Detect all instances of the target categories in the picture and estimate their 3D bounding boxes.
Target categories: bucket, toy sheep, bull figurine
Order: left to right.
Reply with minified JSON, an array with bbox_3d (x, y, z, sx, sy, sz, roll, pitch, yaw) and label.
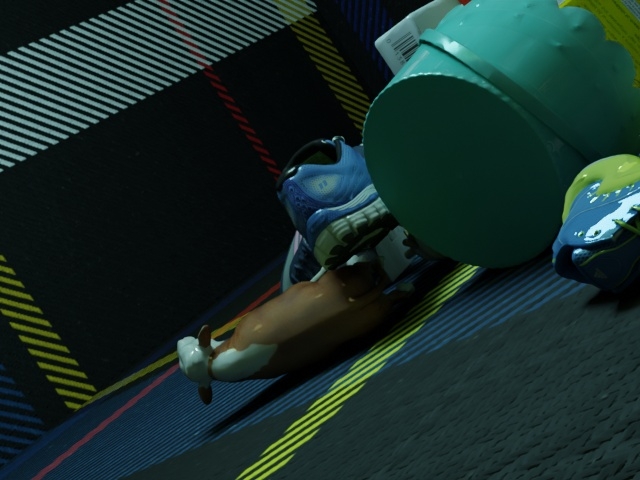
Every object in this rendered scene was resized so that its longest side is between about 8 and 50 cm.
[{"bbox_3d":[-0.031,0.105,1.369,0.310,0.101,0.188,-22,6,29],"label":"bull figurine"},{"bbox_3d":[0.156,-0.015,1.473,0.132,0.091,0.091,-36,2,39],"label":"toy sheep"},{"bbox_3d":[0.193,-0.118,1.195,0.281,0.281,0.183,-28,13,51],"label":"bucket"}]

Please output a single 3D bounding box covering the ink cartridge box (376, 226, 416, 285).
[{"bbox_3d":[0.102,0.020,1.631,0.029,0.063,0.115,-29,6,33],"label":"ink cartridge box"}]

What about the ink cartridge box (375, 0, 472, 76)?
[{"bbox_3d":[0.289,-0.265,1.772,0.091,0.308,0.385,-31,4,44],"label":"ink cartridge box"}]

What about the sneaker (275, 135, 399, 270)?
[{"bbox_3d":[0.043,-0.071,1.362,0.130,0.147,0.330,-43,-8,20],"label":"sneaker"}]

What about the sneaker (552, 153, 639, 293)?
[{"bbox_3d":[0.265,-0.015,0.823,0.126,0.091,0.240,-56,14,-25],"label":"sneaker"}]

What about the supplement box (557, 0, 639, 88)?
[{"bbox_3d":[0.485,-0.351,1.675,0.194,0.195,0.356,-50,8,-33],"label":"supplement box"}]

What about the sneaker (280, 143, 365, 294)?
[{"bbox_3d":[0.000,0.000,1.605,0.131,0.112,0.319,-32,-30,-57],"label":"sneaker"}]

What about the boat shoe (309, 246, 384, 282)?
[{"bbox_3d":[0.014,0.085,1.487,0.075,0.065,0.206,0,-46,-48],"label":"boat shoe"}]
